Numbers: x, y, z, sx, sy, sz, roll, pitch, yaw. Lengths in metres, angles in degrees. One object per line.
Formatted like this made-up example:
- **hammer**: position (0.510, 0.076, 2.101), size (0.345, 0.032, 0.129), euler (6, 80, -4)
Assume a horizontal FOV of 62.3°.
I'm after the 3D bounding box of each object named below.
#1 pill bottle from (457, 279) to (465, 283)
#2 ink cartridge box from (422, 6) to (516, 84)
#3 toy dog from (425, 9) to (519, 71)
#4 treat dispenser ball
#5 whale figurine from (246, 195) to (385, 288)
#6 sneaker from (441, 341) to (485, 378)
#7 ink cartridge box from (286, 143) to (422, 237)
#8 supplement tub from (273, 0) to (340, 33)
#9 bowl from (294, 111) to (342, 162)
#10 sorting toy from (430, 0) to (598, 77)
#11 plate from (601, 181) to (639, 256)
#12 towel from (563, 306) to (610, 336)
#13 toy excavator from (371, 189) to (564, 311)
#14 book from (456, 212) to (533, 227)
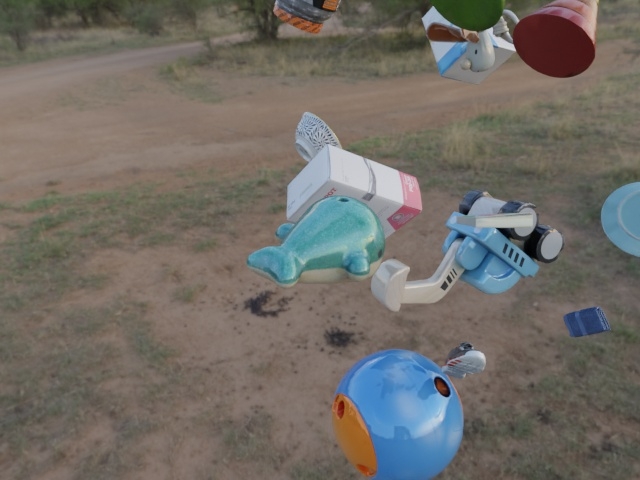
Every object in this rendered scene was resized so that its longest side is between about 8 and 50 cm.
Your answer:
- **pill bottle**: position (0.558, 0.098, 2.052), size (0.103, 0.184, 0.103), euler (-6, 62, 12)
- **ink cartridge box**: position (0.532, -0.747, 1.922), size (0.198, 0.270, 0.197), euler (0, -23, -31)
- **toy dog**: position (0.317, -0.556, 1.275), size (0.161, 0.334, 0.220), euler (-31, 7, -7)
- **treat dispenser ball**: position (0.168, 0.386, 1.170), size (0.288, 0.288, 0.288), euler (-3, 23, 1)
- **whale figurine**: position (0.000, 0.000, 0.941), size (0.216, 0.141, 0.272), euler (27, 29, 37)
- **sneaker**: position (0.277, 0.223, 1.034), size (0.061, 0.158, 0.065), euler (20, 66, 0)
- **ink cartridge box**: position (0.082, -0.107, 1.353), size (0.283, 0.207, 0.117), euler (16, 55, -28)
- **supplement tub**: position (-0.009, -0.769, 1.494), size (0.193, 0.316, 0.193), euler (21, 31, -13)
- **bowl**: position (-0.022, -0.279, 1.531), size (0.080, 0.170, 0.170), euler (-42, 36, -14)
- **sorting toy**: position (0.263, -0.390, 0.787), size (0.365, 0.126, 0.127), euler (34, -10, 10)
- **plate**: position (0.722, -0.051, 1.162), size (0.188, 0.024, 0.188), euler (-7, 65, 15)
- **towel**: position (0.684, 0.210, 1.365), size (0.029, 0.067, 0.119), euler (-12, -14, -21)
- **toy excavator**: position (0.411, 0.063, 1.510), size (0.433, 0.445, 0.222), euler (32, 0, -30)
- **book**: position (0.408, -0.048, 1.249), size (0.144, 0.035, 0.096), euler (-3, 7, -12)
